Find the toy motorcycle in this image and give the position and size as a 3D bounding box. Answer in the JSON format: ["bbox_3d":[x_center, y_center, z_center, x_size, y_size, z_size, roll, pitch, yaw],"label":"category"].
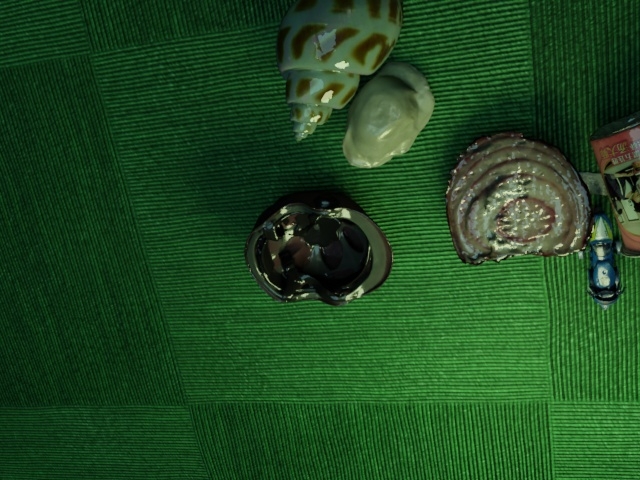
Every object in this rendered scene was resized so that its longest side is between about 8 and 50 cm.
[{"bbox_3d":[0.610,0.050,1.561,0.092,0.135,0.255,-6,111,17],"label":"toy motorcycle"}]

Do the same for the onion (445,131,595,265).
[{"bbox_3d":[0.435,-0.096,1.551,0.314,0.146,0.280,-3,98,33],"label":"onion"}]

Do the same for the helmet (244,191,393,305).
[{"bbox_3d":[0.000,0.000,1.670,0.338,0.197,0.271,-8,119,10],"label":"helmet"}]

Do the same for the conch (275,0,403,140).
[{"bbox_3d":[0.030,-0.394,1.502,0.249,0.197,0.368,15,123,-14],"label":"conch"}]

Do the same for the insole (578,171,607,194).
[{"bbox_3d":[0.551,-0.128,1.575,0.193,0.006,0.065,4,113,13],"label":"insole"}]

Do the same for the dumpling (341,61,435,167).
[{"bbox_3d":[0.142,-0.264,1.560,0.162,0.132,0.250,31,96,4],"label":"dumpling"}]

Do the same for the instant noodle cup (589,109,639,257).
[{"bbox_3d":[0.665,-0.128,1.437,0.243,0.244,0.255,-24,97,22],"label":"instant noodle cup"}]
